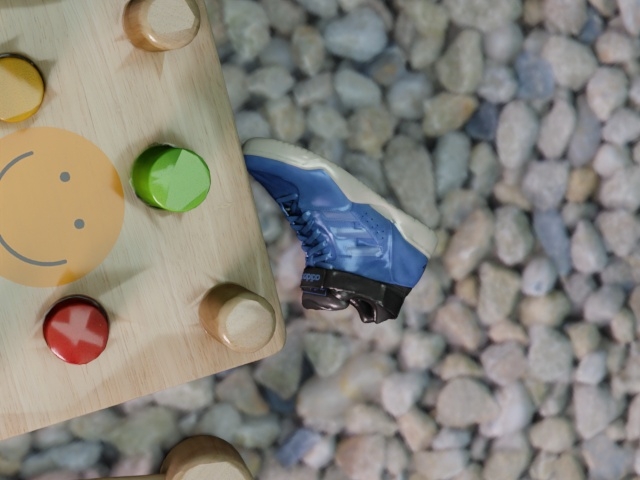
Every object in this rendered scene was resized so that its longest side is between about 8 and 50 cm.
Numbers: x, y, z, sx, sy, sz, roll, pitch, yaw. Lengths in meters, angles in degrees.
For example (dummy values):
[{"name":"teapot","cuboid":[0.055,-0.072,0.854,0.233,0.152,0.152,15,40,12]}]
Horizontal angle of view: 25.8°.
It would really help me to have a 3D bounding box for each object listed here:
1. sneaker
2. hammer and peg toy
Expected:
[{"name":"sneaker","cuboid":[0.000,0.000,0.914,0.152,0.058,0.084,32,77,-25]},{"name":"hammer and peg toy","cuboid":[-0.158,0.035,0.829,0.266,0.127,0.361,-15,100,-16]}]
